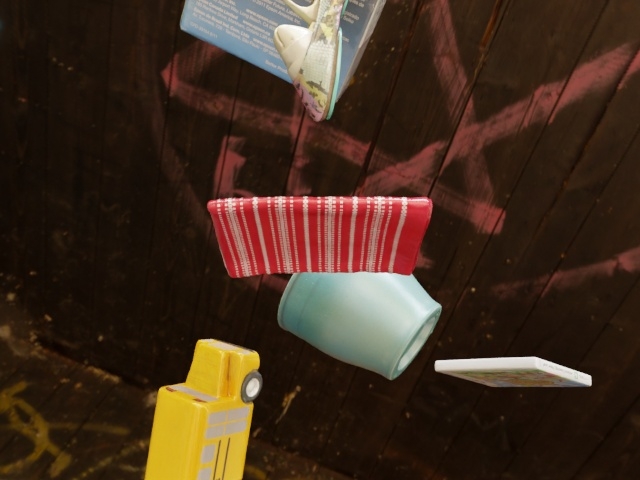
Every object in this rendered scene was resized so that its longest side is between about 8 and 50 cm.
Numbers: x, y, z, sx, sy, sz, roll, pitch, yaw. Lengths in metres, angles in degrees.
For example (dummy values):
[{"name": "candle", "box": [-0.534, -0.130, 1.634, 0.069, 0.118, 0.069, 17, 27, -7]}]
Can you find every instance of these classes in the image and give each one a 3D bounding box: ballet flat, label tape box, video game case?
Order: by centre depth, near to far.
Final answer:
[{"name": "ballet flat", "box": [-0.007, -0.241, 0.686, 0.079, 0.077, 0.222, 13, -96, -16]}, {"name": "label tape box", "box": [-0.016, -0.379, 0.790, 0.240, 0.106, 0.334, 27, -56, 2]}, {"name": "video game case", "box": [0.355, 0.247, 1.167, 0.193, 0.023, 0.212, 22, -24, -38]}]

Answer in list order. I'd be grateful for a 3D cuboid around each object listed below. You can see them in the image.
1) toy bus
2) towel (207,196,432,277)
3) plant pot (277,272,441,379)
[{"name": "toy bus", "box": [-0.187, 0.325, 0.956, 0.108, 0.130, 0.333, 9, -89, 35]}, {"name": "towel", "box": [0.000, 0.000, 0.831, 0.274, 0.031, 0.199, -1, -27, -2]}, {"name": "plant pot", "box": [0.095, 0.142, 1.294, 0.255, 0.271, 0.272, 35, -54, 21]}]
